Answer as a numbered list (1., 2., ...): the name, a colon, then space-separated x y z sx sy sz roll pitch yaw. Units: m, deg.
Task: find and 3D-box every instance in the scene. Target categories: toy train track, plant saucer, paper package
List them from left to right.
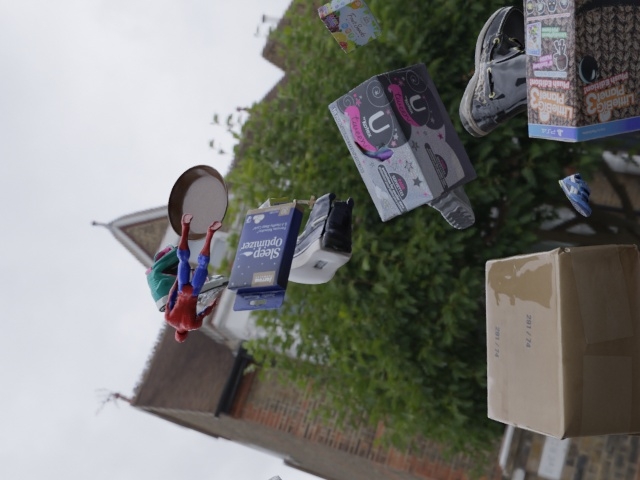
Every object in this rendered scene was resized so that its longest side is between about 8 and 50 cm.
1. plant saucer: -0.304 -0.093 1.934 0.036 0.198 0.199 17 -94 -58
2. toy train track: -0.046 -0.125 2.434 0.014 0.083 0.048 72 -156 -60
3. paper package: 0.438 0.181 1.403 0.309 0.168 0.325 158 111 -76

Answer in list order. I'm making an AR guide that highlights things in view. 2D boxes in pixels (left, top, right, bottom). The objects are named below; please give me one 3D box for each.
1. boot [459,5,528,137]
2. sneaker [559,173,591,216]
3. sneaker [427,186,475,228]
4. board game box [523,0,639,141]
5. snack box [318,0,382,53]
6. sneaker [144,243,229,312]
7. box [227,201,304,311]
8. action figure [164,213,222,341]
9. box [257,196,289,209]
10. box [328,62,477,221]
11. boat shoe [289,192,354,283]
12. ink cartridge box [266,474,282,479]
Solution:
1. boot: 0.499 -0.439 1.822 0.138 0.284 0.378 36 -115 -25
2. sneaker: 0.652 -0.118 1.916 0.053 0.059 0.144 47 -161 -38
3. sneaker: 0.367 -0.156 2.314 0.281 0.105 0.115 48 -149 -33
4. board game box: 0.535 -0.355 1.479 0.231 0.141 0.291 -13 -74 -21
5. snack box: 0.071 -0.504 1.757 0.141 0.100 0.037 39 -149 -55
6. sneaker: -0.394 0.093 2.187 0.179 0.123 0.295 60 -152 10
7. box: -0.115 0.033 1.566 0.036 0.136 0.225 37 -125 -45
8. action figure: -0.255 0.073 1.562 0.139 0.091 0.281 -69 -6 -67
9. box: -0.137 -0.055 2.111 0.232 0.058 0.088 147 114 -71
10. box: 0.157 -0.187 1.443 0.163 0.142 0.247 -26 -90 -44
11. boat shoe: 0.000 0.000 1.919 0.340 0.127 0.158 144 138 -62
12. ink cartridge box: -0.087 0.726 1.906 0.092 0.219 0.160 -17 -51 -36
